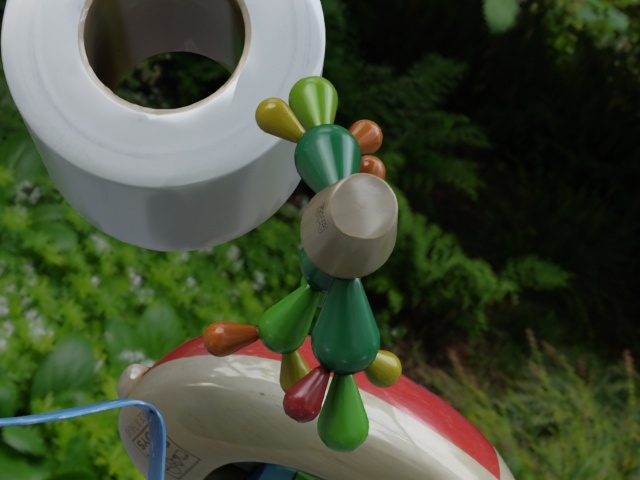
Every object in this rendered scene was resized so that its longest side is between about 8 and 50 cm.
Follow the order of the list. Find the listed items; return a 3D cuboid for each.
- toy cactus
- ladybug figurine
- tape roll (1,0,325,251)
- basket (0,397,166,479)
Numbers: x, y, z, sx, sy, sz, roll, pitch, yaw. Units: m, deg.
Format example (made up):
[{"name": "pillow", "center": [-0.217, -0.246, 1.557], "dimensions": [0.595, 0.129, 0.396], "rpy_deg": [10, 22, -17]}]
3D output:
[{"name": "toy cactus", "center": [0.000, 0.000, 0.687], "dimensions": [0.112, 0.219, 0.180], "rpy_deg": [7, -15, -6]}, {"name": "ladybug figurine", "center": [0.012, 0.217, 1.248], "dimensions": [0.449, 0.305, 0.162], "rpy_deg": [30, 50, -12]}, {"name": "tape roll", "center": [-0.120, -0.130, 1.017], "dimensions": [0.246, 0.246, 0.169], "rpy_deg": [37, -15, 7]}, {"name": "basket", "center": [-0.233, 0.277, 0.993], "dimensions": [0.254, 0.289, 0.201], "rpy_deg": [0, 1, -37]}]
